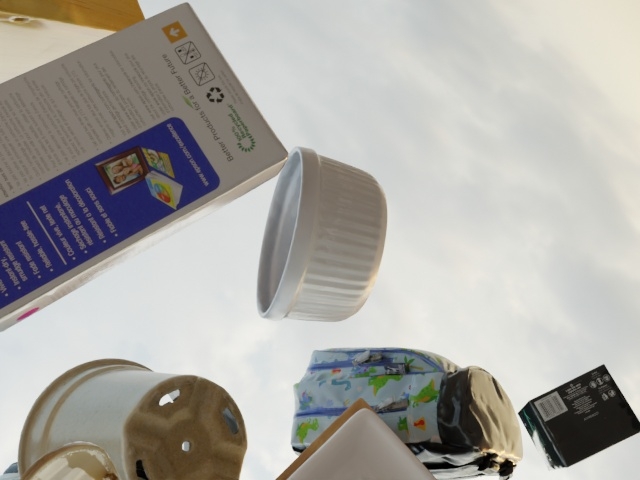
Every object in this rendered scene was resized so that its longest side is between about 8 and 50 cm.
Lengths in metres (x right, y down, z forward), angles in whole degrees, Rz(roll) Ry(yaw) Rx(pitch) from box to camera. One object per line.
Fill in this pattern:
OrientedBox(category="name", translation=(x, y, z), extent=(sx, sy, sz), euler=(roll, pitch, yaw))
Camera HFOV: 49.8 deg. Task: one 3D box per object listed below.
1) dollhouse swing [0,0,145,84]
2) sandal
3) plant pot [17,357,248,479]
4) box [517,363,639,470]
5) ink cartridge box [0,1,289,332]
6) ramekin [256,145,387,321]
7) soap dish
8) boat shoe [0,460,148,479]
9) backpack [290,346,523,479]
OrientedBox(category="dollhouse swing", translation=(-0.430, -0.353, 0.759), extent=(0.315, 0.346, 0.305), euler=(-14, -83, -57))
OrientedBox(category="sandal", translation=(-0.208, 0.269, 0.670), extent=(0.079, 0.240, 0.088), euler=(29, -117, 18))
OrientedBox(category="plant pot", translation=(-0.297, 0.352, 1.178), extent=(0.333, 0.305, 0.334), euler=(15, -114, -38))
OrientedBox(category="box", translation=(0.188, 0.133, 0.508), extent=(0.052, 0.062, 0.083), euler=(64, 180, 23))
OrientedBox(category="ink cartridge box", translation=(-0.226, -0.051, 0.589), extent=(0.370, 0.069, 0.176), euler=(-32, -95, -21))
OrientedBox(category="ramekin", translation=(0.000, 0.000, 0.818), extent=(0.108, 0.207, 0.207), euler=(12, -135, -13))
OrientedBox(category="soap dish", translation=(0.070, 0.398, 0.927), extent=(0.229, 0.118, 0.291), euler=(-38, -101, -29))
OrientedBox(category="boat shoe", translation=(-0.458, 0.438, 1.309), extent=(0.302, 0.114, 0.091), euler=(0, -133, 6))
OrientedBox(category="backpack", translation=(0.120, 0.295, 1.164), extent=(0.290, 0.355, 0.274), euler=(31, -138, -54))
